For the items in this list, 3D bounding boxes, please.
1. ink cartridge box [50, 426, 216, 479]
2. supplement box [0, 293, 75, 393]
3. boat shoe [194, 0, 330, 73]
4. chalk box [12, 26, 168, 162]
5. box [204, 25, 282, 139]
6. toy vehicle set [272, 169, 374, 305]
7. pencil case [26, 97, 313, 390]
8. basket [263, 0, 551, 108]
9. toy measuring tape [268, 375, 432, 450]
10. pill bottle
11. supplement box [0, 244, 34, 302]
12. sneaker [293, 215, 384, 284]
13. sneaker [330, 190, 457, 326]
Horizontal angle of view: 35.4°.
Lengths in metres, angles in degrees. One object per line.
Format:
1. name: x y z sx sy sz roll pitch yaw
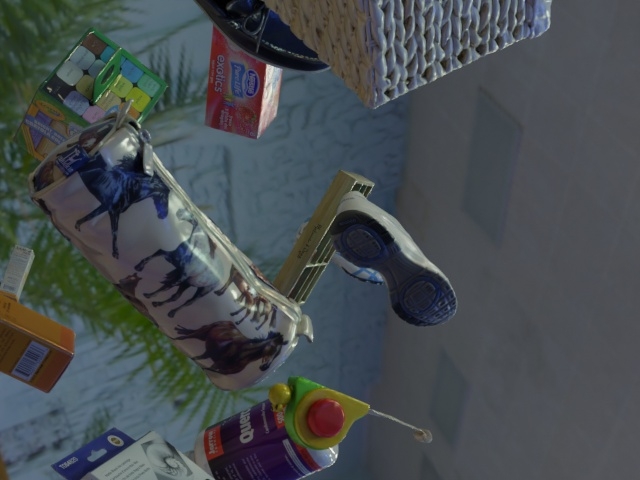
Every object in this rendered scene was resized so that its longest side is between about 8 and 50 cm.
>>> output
1. ink cartridge box: -0.297 0.389 1.656 0.224 0.045 0.223 34 15 9
2. supplement box: -0.460 0.120 1.389 0.233 0.080 0.078 33 12 -21
3. boat shoe: -0.133 -0.468 1.848 0.500 0.187 0.156 35 -3 -33
4. chalk box: -0.412 -0.246 1.827 0.179 0.180 0.289 37 -32 -12
5. box: -0.176 -0.416 2.398 0.154 0.142 0.300 -60 163 -56
6. toy vehicle set: 0.000 0.000 1.782 0.035 0.267 0.166 32 9 12
7. pencil case: -0.192 0.018 1.331 0.410 0.183 0.160 49 34 -18
8. basket: 0.076 -0.393 1.153 0.328 0.266 0.331 50 -19 34
9. toy measuring tape: 0.046 0.344 1.819 0.121 0.330 0.121 -51 -156 33
10. pill bottle: -0.136 0.444 2.101 0.181 0.323 0.181 61 10 -17
11. supplement box: -0.579 0.063 1.909 0.062 0.036 0.098 137 -30 -72
12. sneaker: 0.061 0.025 2.087 0.086 0.237 0.085 -63 -169 6
13. sneaker: 0.132 0.026 1.676 0.297 0.111 0.129 48 23 -26
